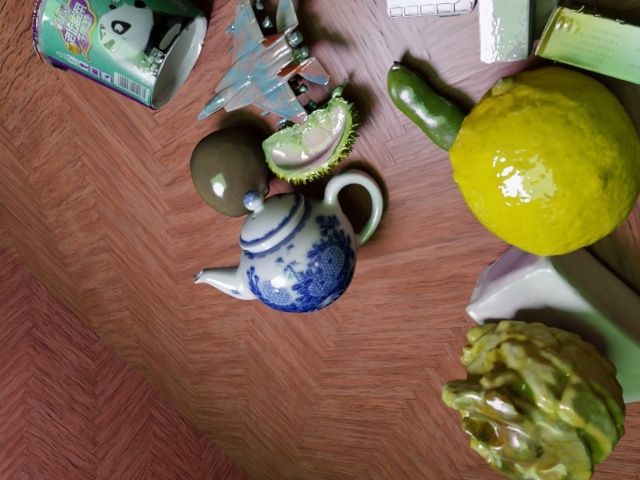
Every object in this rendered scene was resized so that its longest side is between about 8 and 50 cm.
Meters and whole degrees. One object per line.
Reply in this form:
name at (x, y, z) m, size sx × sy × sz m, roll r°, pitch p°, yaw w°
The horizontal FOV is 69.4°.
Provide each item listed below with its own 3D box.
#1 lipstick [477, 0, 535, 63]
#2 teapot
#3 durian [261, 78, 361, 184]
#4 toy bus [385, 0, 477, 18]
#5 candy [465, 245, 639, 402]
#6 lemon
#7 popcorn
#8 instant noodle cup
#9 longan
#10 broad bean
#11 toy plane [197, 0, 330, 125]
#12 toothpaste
lipstick at (0.221, -0.381, 0.548) m, size 0.066 × 0.068 × 0.317 m, roll 5°, pitch 132°, yaw 28°
teapot at (-0.062, 0.004, 0.948) m, size 0.424 × 0.252 × 0.280 m, roll -33°, pitch 119°, yaw 9°
durian at (-0.003, -0.184, 0.857) m, size 0.221 × 0.096 × 0.137 m, roll -26°, pitch 88°, yaw 41°
toy bus at (0.156, -0.343, 0.651) m, size 0.131 × 0.037 × 0.052 m, roll 9°, pitch 136°, yaw 27°
candy at (0.468, 0.148, 0.849) m, size 0.359 × 0.145 × 0.208 m, roll 38°, pitch 141°, yaw -5°
lemon at (0.311, -0.103, 0.644) m, size 0.234 × 0.233 × 0.288 m, roll -13°, pitch 131°, yaw 40°
popcorn at (0.337, 0.264, 0.756) m, size 0.293 × 0.237 × 0.292 m, roll 17°, pitch 134°, yaw 18°
instant noodle cup at (-0.327, -0.360, 0.805) m, size 0.190 × 0.251 × 0.251 m, roll 31°, pitch 140°, yaw -11°
longan at (-0.185, -0.143, 0.971) m, size 0.189 × 0.189 × 0.189 m, roll 18°, pitch 137°, yaw 18°
broad bean at (0.216, -0.169, 0.770) m, size 0.098 × 0.056 × 0.318 m, roll -21°, pitch 118°, yaw 43°
toy plane at (-0.127, -0.287, 0.835) m, size 0.327 × 0.104 × 0.222 m, roll -13°, pitch 110°, yaw 50°
toothpaste at (0.430, -0.220, 0.557) m, size 0.313 × 0.089 × 0.071 m, roll 23°, pitch 131°, yaw 13°
